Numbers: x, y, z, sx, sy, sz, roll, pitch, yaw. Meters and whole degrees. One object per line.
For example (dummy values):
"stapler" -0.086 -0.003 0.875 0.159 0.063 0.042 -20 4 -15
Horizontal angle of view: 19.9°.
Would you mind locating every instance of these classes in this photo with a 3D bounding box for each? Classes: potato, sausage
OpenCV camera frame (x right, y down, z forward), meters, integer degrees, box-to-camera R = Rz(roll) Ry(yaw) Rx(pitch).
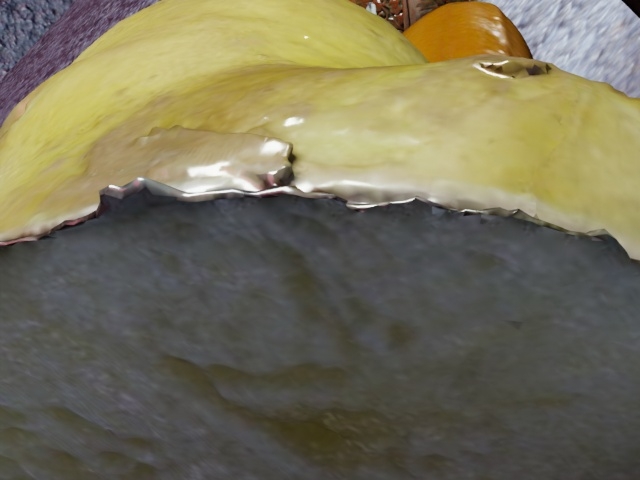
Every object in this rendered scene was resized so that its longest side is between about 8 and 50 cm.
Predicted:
"potato" -0.011 -0.019 0.768 0.397 0.290 0.296 -42 28 44
"sausage" 0.077 -0.057 1.024 0.105 0.105 0.274 -43 17 21

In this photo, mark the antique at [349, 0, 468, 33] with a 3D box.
"antique" 0.061 -0.182 1.347 0.104 0.104 0.104 -44 17 18

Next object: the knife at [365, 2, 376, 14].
"knife" 0.001 -0.001 1.005 0.081 0.043 0.335 126 156 -63

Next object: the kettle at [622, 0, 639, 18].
"kettle" 0.157 -0.206 0.906 0.144 0.232 0.202 -46 17 16
